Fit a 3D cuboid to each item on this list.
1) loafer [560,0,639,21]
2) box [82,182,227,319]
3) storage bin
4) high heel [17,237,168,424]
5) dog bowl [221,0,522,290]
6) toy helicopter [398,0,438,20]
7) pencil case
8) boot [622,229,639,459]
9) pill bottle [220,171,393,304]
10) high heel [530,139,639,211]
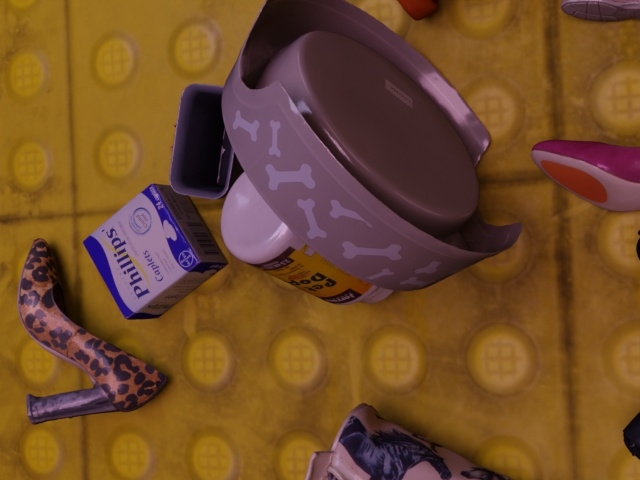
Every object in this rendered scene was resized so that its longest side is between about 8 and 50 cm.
[{"bbox_3d":[0.322,-0.258,1.010,0.125,0.045,0.039,7,76,17],"label":"loafer"},{"bbox_3d":[-0.215,0.016,1.228,0.137,0.072,0.126,-38,75,20],"label":"box"},{"bbox_3d":[-0.127,-0.119,1.179,0.098,0.091,0.135,10,93,24],"label":"storage bin"},{"bbox_3d":[-0.306,0.109,1.282,0.186,0.093,0.261,-10,72,2],"label":"high heel"},{"bbox_3d":[0.050,-0.099,0.976,0.102,0.349,0.348,-42,73,30],"label":"dog bowl"},{"bbox_3d":[0.064,-0.422,1.016,0.140,0.235,0.355,-30,78,21],"label":"toy helicopter"},{"bbox_3d":[0.177,0.325,0.990,0.410,0.183,0.160,24,105,22],"label":"pencil case"},{"bbox_3d":[0.369,0.127,0.952,0.246,0.094,0.207,40,101,13],"label":"boot"},{"bbox_3d":[0.000,0.000,1.046,0.117,0.215,0.117,-18,59,34],"label":"pill bottle"},{"bbox_3d":[0.348,-0.089,0.988,0.244,0.082,0.117,19,69,35],"label":"high heel"}]
